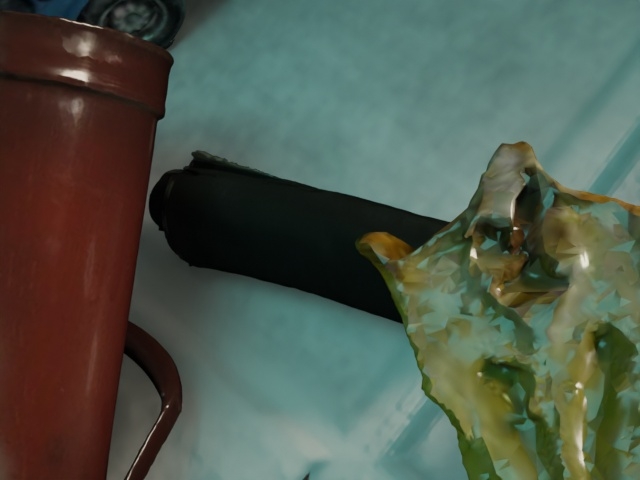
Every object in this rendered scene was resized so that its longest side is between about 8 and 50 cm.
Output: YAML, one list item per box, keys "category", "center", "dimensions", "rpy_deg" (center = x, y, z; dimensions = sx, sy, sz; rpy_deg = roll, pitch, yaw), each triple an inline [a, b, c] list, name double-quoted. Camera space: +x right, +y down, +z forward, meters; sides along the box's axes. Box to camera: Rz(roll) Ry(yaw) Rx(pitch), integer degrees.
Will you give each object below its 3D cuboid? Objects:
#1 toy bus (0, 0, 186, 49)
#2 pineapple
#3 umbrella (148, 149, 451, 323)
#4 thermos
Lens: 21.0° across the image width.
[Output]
- category: "toy bus"
  center: [-0.164, -0.085, 0.615]
  dimensions: [0.297, 0.131, 0.106]
  rpy_deg: [-35, 53, 15]
- category: "pineapple"
  center: [0.112, 0.068, 0.378]
  dimensions: [0.236, 0.114, 0.186]
  rpy_deg: [19, 78, 34]
- category: "umbrella"
  center: [0.000, 0.002, 0.533]
  dimensions: [0.133, 0.031, 0.036]
  rpy_deg: [16, 77, 38]
- category: "thermos"
  center: [-0.108, 0.051, 0.516]
  dimensions: [0.099, 0.124, 0.232]
  rpy_deg: [6, 85, 25]
